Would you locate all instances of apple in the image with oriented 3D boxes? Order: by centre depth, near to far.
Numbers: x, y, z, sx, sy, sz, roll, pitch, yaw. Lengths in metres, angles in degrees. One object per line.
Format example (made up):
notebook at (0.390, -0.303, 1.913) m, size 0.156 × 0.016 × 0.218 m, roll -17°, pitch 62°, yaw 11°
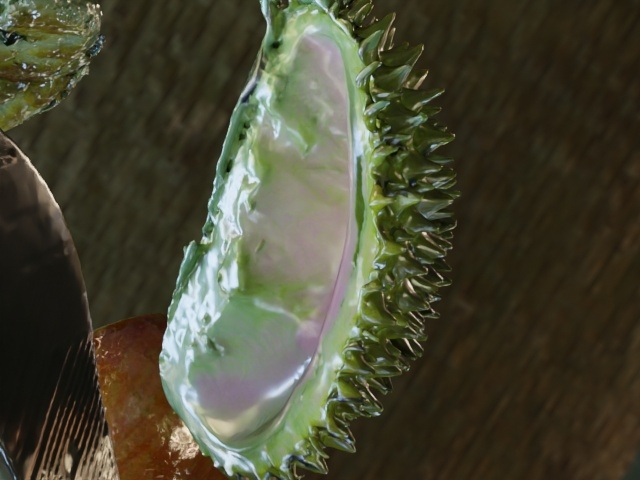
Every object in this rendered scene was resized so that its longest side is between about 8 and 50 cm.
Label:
apple at (-0.123, 0.130, 1.210) m, size 0.160 × 0.173 × 0.195 m, roll 49°, pitch 175°, yaw 9°

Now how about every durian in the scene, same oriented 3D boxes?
durian at (0.010, 0.000, 0.708) m, size 0.095 × 0.221 × 0.137 m, roll -14°, pitch -142°, yaw -35°

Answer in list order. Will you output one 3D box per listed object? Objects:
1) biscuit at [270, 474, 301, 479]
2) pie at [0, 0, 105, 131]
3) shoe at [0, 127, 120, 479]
biscuit at (-0.093, 0.248, 1.456) m, size 0.212 × 0.212 × 0.036 m, roll 33°, pitch -161°, yaw 1°
pie at (-0.292, -0.128, 1.248) m, size 0.302 × 0.067 × 0.302 m, roll -9°, pitch 165°, yaw -2°
shoe at (-0.142, 0.073, 0.682) m, size 0.098 × 0.275 × 0.103 m, roll -1°, pitch -154°, yaw 12°
